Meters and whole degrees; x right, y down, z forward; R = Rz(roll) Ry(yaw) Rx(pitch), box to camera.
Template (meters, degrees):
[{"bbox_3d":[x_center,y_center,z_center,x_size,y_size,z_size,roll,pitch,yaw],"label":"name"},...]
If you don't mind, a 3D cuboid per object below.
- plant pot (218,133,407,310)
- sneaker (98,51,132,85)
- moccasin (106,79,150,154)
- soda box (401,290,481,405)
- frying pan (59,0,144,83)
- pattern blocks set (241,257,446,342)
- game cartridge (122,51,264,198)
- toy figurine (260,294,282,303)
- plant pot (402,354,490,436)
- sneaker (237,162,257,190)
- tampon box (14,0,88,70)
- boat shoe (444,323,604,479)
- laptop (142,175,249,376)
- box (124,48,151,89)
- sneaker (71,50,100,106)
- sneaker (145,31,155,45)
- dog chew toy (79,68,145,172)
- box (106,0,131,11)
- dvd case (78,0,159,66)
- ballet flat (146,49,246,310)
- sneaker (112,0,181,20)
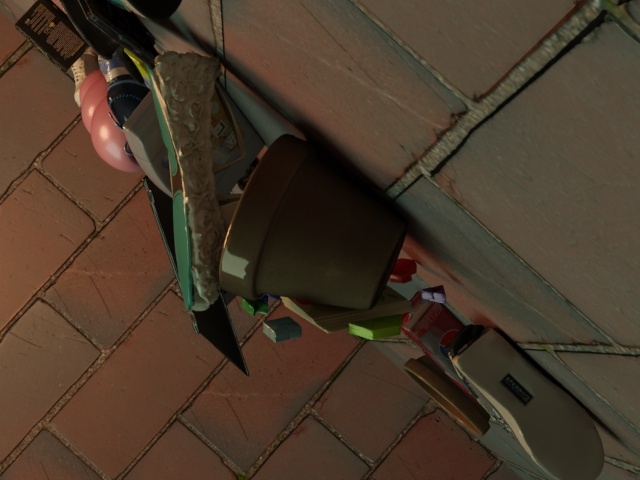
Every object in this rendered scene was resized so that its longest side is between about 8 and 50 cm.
[{"bbox_3d":[0.000,0.000,1.630,0.229,0.263,0.263,24,170,9],"label":"plant pot"},{"bbox_3d":[-0.457,-0.396,2.403,0.211,0.080,0.081,-152,43,-75],"label":"sneaker"},{"bbox_3d":[-0.343,-0.217,2.346,0.342,0.138,0.116,44,-143,-46],"label":"moccasin"},{"bbox_3d":[0.264,0.217,2.079,0.263,0.083,0.092,45,172,-19],"label":"soda box"},{"bbox_3d":[-0.378,-0.364,1.891,0.326,0.053,0.197,55,-169,-39],"label":"frying pan"},{"bbox_3d":[0.042,0.097,1.702,0.285,0.325,0.026,-133,40,-64],"label":"pattern blocks set"},{"bbox_3d":[-0.219,-0.170,1.872,0.062,0.198,0.297,25,166,30],"label":"game cartridge"},{"bbox_3d":[-0.117,0.058,2.450,0.191,0.217,0.362,17,175,12],"label":"toy figurine"},{"bbox_3d":[0.307,0.324,2.405,0.237,0.109,0.237,40,173,6],"label":"plant pot"},{"bbox_3d":[-0.151,-0.143,2.274,0.086,0.064,0.192,30,169,28],"label":"sneaker"},{"bbox_3d":[-0.657,-0.507,2.633,0.161,0.101,0.120,43,174,-14],"label":"tampon box"},{"bbox_3d":[0.352,0.274,1.865,0.340,0.127,0.158,50,179,-3],"label":"boat shoe"},{"bbox_3d":[-0.200,0.012,2.263,0.236,0.408,0.381,0,118,30],"label":"laptop"},{"bbox_3d":[-0.337,-0.339,2.131,0.109,0.042,0.178,39,173,28],"label":"box"},{"bbox_3d":[-0.609,-0.423,2.753,0.115,0.090,0.232,55,-169,-22],"label":"sneaker"},{"bbox_3d":[-0.340,-0.379,1.906,0.044,0.040,0.109,40,173,33],"label":"sneaker"},{"bbox_3d":[-0.473,-0.303,2.546,0.332,0.207,0.206,47,179,43],"label":"dog chew toy"},{"bbox_3d":[-0.316,-0.394,1.603,0.059,0.054,0.169,46,173,-38],"label":"box"},{"bbox_3d":[-0.338,-0.364,1.731,0.164,0.018,0.221,35,-164,-42],"label":"dvd case"},{"bbox_3d":[-0.174,-0.096,1.649,0.147,0.147,0.408,-172,73,-78],"label":"ballet flat"},{"bbox_3d":[-0.299,-0.390,1.287,0.178,0.123,0.295,27,168,31],"label":"sneaker"}]
